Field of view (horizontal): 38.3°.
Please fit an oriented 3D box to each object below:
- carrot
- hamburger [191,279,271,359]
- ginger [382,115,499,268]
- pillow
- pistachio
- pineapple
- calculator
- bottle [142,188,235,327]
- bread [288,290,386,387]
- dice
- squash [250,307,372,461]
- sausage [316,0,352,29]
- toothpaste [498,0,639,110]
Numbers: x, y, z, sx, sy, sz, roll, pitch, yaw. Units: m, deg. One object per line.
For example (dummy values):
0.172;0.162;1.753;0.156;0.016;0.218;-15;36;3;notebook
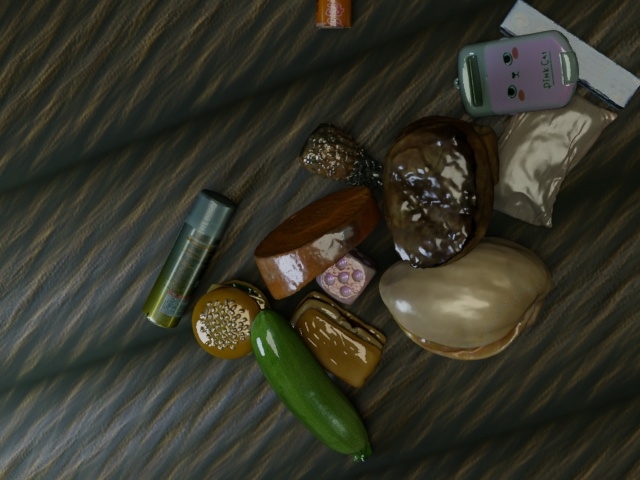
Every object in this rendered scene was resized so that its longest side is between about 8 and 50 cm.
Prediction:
0.000;0.000;1.695;0.258;0.307;0.100;-40;103;-17;carrot
-0.176;0.158;1.841;0.162;0.115;0.162;1;97;10;hamburger
0.215;-0.091;1.667;0.200;0.223;0.269;-1;95;28;ginger
0.408;-0.154;1.715;0.173;0.067;0.270;29;102;11;pillow
0.272;0.102;1.711;0.308;0.230;0.230;-4;98;17;pistachio
0.059;-0.146;1.769;0.197;0.108;0.108;27;102;-7;pineapple
0.350;-0.299;1.673;0.246;0.045;0.141;0;103;38;calculator
-0.265;0.037;1.856;0.082;0.082;0.286;29;103;5;bottle
0.028;0.197;1.835;0.200;0.077;0.116;33;110;5;bread
0.052;0.064;1.797;0.091;0.093;0.094;38;104;3;dice
-0.021;0.297;1.804;0.107;0.107;0.395;-31;112;13;squash
0.026;-0.516;1.727;0.071;0.071;0.234;2;99;10;sausage
0.455;-0.339;1.688;0.272;0.053;0.066;35;98;4;toothpaste
